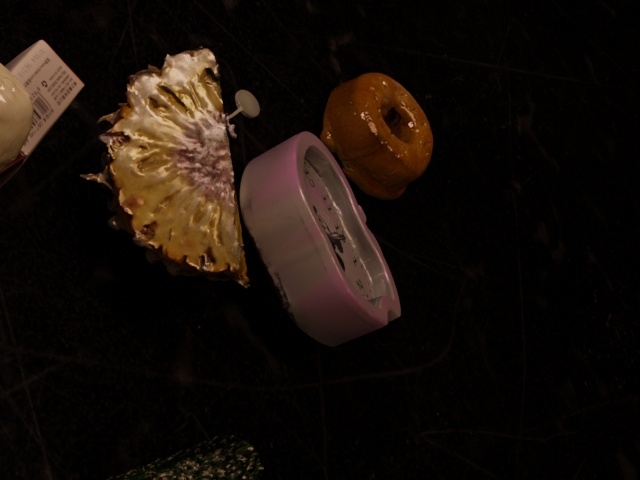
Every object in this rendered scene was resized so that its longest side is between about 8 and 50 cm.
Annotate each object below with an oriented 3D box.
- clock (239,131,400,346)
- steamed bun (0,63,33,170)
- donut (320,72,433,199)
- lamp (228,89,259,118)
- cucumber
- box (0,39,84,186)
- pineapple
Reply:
[{"bbox_3d":[0.000,0.000,2.041,0.338,0.102,0.338,55,18,-29],"label":"clock"},{"bbox_3d":[-0.509,-0.117,1.424,0.339,0.247,0.352,28,21,-5],"label":"steamed bun"},{"bbox_3d":[0.101,-0.188,2.341,0.227,0.114,0.226,30,45,-35],"label":"donut"},{"bbox_3d":[-0.140,-0.202,2.108,0.050,0.056,0.198,55,33,-6],"label":"lamp"},{"bbox_3d":[-0.216,0.319,1.636,0.359,0.096,0.096,-9,75,-54],"label":"cucumber"},{"bbox_3d":[-0.398,-0.153,1.685,0.099,0.133,0.182,47,36,-19],"label":"box"},{"bbox_3d":[-0.219,-0.065,1.863,0.209,0.286,0.344,-7,76,-6],"label":"pineapple"}]
